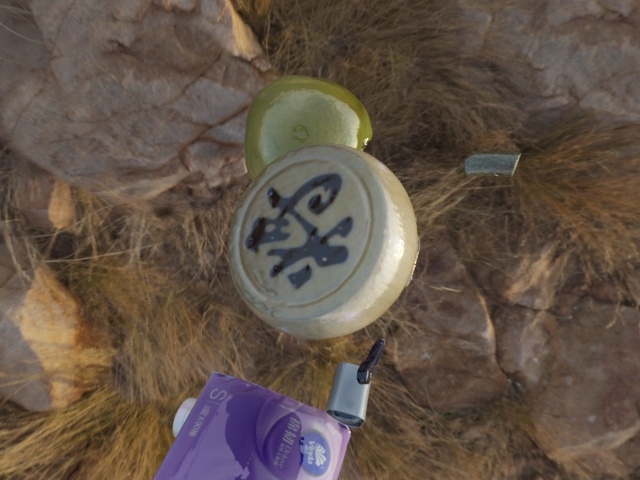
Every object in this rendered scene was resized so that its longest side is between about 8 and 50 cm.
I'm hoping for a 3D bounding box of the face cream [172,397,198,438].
[{"bbox_3d":[-0.152,0.438,1.327,0.345,0.102,0.102,13,91,18],"label":"face cream"}]

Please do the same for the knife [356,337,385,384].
[{"bbox_3d":[0.079,0.181,0.923,0.018,0.121,0.031,0,111,19],"label":"knife"}]

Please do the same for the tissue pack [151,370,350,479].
[{"bbox_3d":[-0.116,0.377,0.821,0.242,0.338,0.160,18,130,5],"label":"tissue pack"}]

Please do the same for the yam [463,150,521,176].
[{"bbox_3d":[0.282,-0.126,0.998,0.094,0.043,0.043,3,92,6],"label":"yam"}]

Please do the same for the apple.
[{"bbox_3d":[-0.025,-0.203,1.290,0.254,0.292,0.292,8,92,16],"label":"apple"}]

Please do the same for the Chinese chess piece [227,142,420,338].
[{"bbox_3d":[0.000,0.000,0.794,0.257,0.104,0.257,-10,69,26],"label":"Chinese chess piece"}]

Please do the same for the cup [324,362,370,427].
[{"bbox_3d":[0.065,0.376,1.448,0.095,0.128,0.129,16,59,2],"label":"cup"}]
